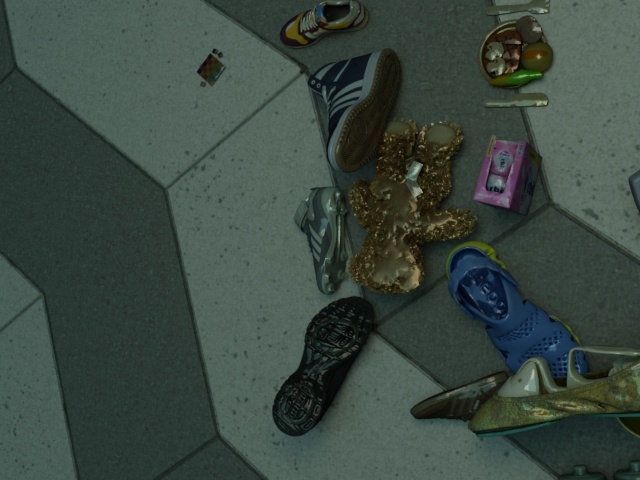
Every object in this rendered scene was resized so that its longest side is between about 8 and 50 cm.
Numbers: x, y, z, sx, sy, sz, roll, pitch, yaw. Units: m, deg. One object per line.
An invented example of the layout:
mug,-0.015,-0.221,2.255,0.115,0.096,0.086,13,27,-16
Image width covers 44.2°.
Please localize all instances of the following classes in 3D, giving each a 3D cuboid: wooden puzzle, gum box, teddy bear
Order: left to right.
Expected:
wooden puzzle,-0.228,-0.358,1.652,0.049,0.006,0.083,44,104,19
teddy bear,0.158,-0.064,1.428,0.245,0.113,0.337,-8,76,17
gum box,0.312,-0.105,1.305,0.062,0.188,0.107,15,94,23

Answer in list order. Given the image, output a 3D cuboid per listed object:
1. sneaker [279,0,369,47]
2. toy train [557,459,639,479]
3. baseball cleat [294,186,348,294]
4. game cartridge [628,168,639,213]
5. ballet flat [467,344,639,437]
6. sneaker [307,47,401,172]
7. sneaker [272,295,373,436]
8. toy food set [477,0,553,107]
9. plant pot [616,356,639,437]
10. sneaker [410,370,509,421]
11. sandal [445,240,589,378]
sneaker,-0.005,-0.425,1.516,0.186,0.084,0.069,-13,82,22
toy train,0.491,0.418,1.198,0.334,0.190,0.142,-10,83,23
baseball cleat,0.000,0.000,1.511,0.110,0.072,0.205,2,83,37
game cartridge,0.616,-0.024,1.194,0.198,0.062,0.297,-38,95,21
ballet flat,0.378,0.224,1.215,0.349,0.123,0.123,-18,80,36
sneaker,0.036,-0.229,1.429,0.153,0.099,0.282,-1,51,35
sneaker,0.006,0.231,1.467,0.109,0.130,0.286,31,77,15
toy food set,0.340,-0.331,1.386,0.133,0.038,0.191,0,87,24
plant pot,0.531,0.240,1.238,0.134,0.095,0.134,-1,87,31
sneaker,0.249,0.291,1.378,0.188,0.066,0.071,-26,79,21
sandal,0.315,0.132,1.321,0.317,0.138,0.126,46,103,17
